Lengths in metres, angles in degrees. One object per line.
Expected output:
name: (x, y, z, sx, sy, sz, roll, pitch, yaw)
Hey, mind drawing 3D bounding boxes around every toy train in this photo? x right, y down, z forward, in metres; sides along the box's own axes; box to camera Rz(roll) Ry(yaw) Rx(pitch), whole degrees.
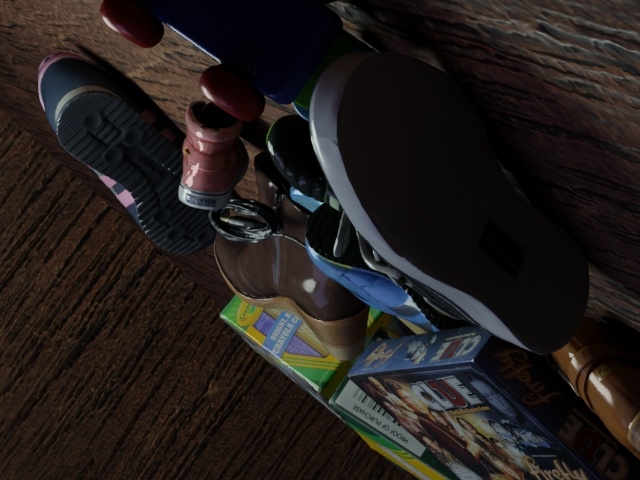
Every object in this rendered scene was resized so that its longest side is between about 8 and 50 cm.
toy train: (-0.074, -0.160, 1.241, 0.248, 0.105, 0.143, 36, -175, 26)

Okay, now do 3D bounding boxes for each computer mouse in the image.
computer mouse: (0.000, 0.000, 1.809, 0.242, 0.041, 0.071, 20, 142, 29)

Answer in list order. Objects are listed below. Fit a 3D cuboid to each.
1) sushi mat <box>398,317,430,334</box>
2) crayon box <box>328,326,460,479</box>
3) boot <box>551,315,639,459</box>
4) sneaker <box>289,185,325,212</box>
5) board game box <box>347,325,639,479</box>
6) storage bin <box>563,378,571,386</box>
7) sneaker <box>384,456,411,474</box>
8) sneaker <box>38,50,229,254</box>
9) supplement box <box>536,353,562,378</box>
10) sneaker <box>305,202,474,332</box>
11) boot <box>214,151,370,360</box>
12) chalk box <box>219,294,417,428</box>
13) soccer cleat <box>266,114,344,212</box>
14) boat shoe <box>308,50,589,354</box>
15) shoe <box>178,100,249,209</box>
sushi mat: (0.129, 0.099, 2.025, 0.316, 0.019, 0.151, 42, 172, -15)
crayon box: (0.204, 0.254, 2.086, 0.363, 0.106, 0.313, 32, 172, 16)
boot: (0.248, 0.130, 1.474, 0.152, 0.073, 0.197, 45, 177, 29)
sneaker: (0.032, 0.001, 1.711, 0.162, 0.073, 0.063, 38, 172, 19)
board game box: (0.136, 0.141, 1.595, 0.165, 0.042, 0.243, 43, 161, -12)
storage bin: (0.184, 0.146, 1.753, 0.135, 0.091, 0.098, 36, 172, 34)
sneaker: (0.196, 0.263, 2.345, 0.267, 0.101, 0.106, 25, 139, -16)
sneaker: (-0.212, -0.107, 2.268, 0.131, 0.112, 0.319, 56, -177, 42)
supplement box: (0.155, 0.086, 1.668, 0.083, 0.056, 0.083, 32, 169, 49)
sneaker: (0.082, 0.037, 1.636, 0.209, 0.069, 0.082, 29, 165, 19)
boot: (-0.037, -0.012, 1.961, 0.248, 0.090, 0.206, 39, 151, 42)
chalk box: (-0.013, 0.089, 2.246, 0.213, 0.132, 0.132, 37, 173, 31)
soccer cleat: (0.035, -0.042, 1.544, 0.179, 0.060, 0.072, 37, 166, -29)
boat shoe: (0.063, -0.025, 1.251, 0.105, 0.113, 0.306, 13, 166, 39)
shoe: (-0.096, -0.096, 1.852, 0.064, 0.081, 0.178, 11, -159, -1)
